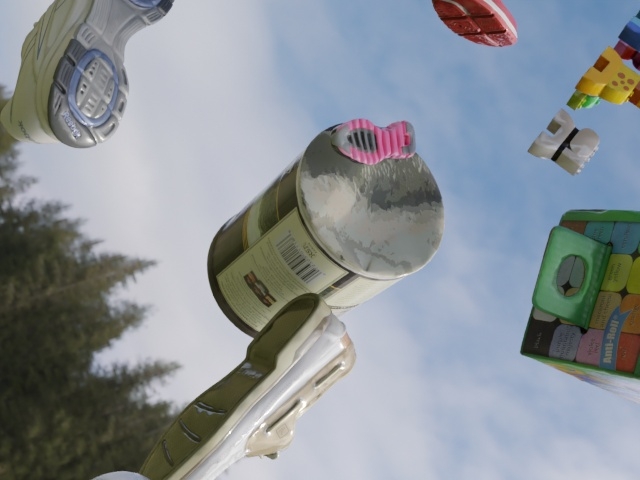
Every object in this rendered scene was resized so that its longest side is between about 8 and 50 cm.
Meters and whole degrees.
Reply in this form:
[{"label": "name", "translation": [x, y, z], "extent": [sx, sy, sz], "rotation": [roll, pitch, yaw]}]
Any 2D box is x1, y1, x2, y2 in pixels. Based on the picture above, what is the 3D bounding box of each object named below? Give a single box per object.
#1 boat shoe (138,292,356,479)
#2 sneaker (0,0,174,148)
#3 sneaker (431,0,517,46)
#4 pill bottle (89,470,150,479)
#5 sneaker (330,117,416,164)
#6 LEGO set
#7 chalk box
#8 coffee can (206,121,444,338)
[{"label": "boat shoe", "translation": [-0.075, 0.202, 1.125], "extent": [0.103, 0.302, 0.113], "rotation": [50, -12, -23]}, {"label": "sneaker", "translation": [-0.245, -0.224, 1.015], "extent": [0.129, 0.297, 0.111], "rotation": [-3, -36, 35]}, {"label": "sneaker", "translation": [0.166, -0.317, 1.095], "extent": [0.087, 0.221, 0.128], "rotation": [11, -106, 45]}, {"label": "pill bottle", "translation": [-0.124, 0.333, 0.878], "extent": [0.318, 0.176, 0.176], "rotation": [22, -52, 50]}, {"label": "sneaker", "translation": [0.045, -0.099, 1.008], "extent": [0.057, 0.119, 0.047], "rotation": [-1, -88, 42]}, {"label": "LEGO set", "translation": [0.315, -0.151, 0.985], "extent": [0.093, 0.227, 0.087], "rotation": [38, -28, 10]}, {"label": "chalk box", "translation": [0.350, 0.076, 1.056], "extent": [0.179, 0.289, 0.180], "rotation": [5, -106, 59]}, {"label": "coffee can", "translation": [0.000, 0.000, 1.263], "extent": [0.275, 0.201, 0.201], "rotation": [-37, -109, 53]}]
